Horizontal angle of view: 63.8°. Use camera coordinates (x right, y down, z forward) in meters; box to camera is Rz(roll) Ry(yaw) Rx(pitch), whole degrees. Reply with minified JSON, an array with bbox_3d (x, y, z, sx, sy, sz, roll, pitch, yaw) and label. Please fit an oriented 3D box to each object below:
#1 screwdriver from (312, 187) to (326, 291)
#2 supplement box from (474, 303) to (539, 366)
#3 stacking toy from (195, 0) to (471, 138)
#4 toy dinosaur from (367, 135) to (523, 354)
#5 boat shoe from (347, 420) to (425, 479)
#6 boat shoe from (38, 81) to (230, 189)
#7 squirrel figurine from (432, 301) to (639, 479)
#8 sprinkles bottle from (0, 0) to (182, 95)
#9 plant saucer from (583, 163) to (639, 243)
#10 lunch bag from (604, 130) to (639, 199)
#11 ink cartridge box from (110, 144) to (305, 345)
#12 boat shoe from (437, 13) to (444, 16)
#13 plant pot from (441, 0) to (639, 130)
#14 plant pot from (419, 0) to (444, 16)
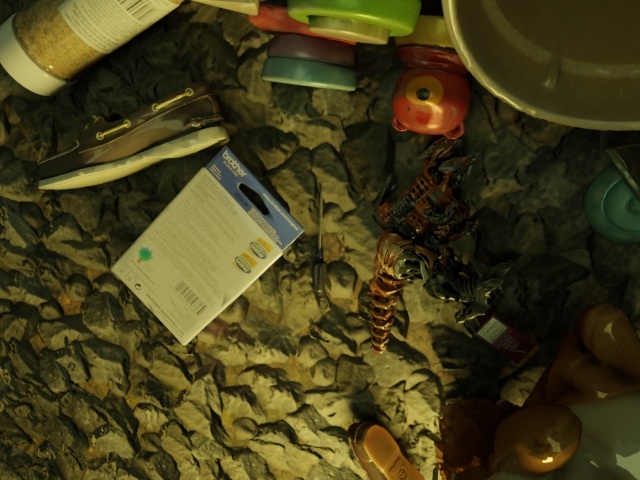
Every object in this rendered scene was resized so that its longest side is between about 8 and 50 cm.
[{"bbox_3d":[0.000,0.000,0.826,0.024,0.025,0.169,4,97,14],"label":"screwdriver"},{"bbox_3d":[0.277,0.140,0.769,0.083,0.055,0.043,37,110,3],"label":"supplement box"},{"bbox_3d":[0.018,-0.207,0.608,0.309,0.280,0.130,18,108,31],"label":"stacking toy"},{"bbox_3d":[0.160,0.019,0.744,0.219,0.164,0.321,30,129,20],"label":"toy dinosaur"},{"bbox_3d":[0.118,0.396,0.874,0.073,0.073,0.206,-25,95,57],"label":"boat shoe"},{"bbox_3d":[-0.306,-0.157,0.809,0.325,0.116,0.096,-14,96,13],"label":"boat shoe"},{"bbox_3d":[0.261,0.312,0.638,0.371,0.397,0.281,-36,73,-4],"label":"squirrel figurine"},{"bbox_3d":[-0.310,-0.349,0.753,0.356,0.121,0.121,-25,97,18],"label":"sprinkles bottle"},{"bbox_3d":[0.426,-0.051,0.699,0.120,0.021,0.119,3,105,13],"label":"plant saucer"},{"bbox_3d":[0.484,-0.107,0.517,0.235,0.287,0.168,-36,93,12],"label":"lunch bag"},{"bbox_3d":[-0.184,0.012,0.848,0.311,0.065,0.185,-42,91,22],"label":"ink cartridge box"},{"bbox_3d":[0.152,-0.279,0.698,0.049,0.040,0.142,14,107,25],"label":"boat shoe"},{"bbox_3d":[0.308,-0.328,0.478,0.334,0.333,0.305,15,63,8],"label":"plant pot"},{"bbox_3d":[0.103,-0.390,0.558,0.216,0.230,0.215,1,92,20],"label":"plant pot"}]
